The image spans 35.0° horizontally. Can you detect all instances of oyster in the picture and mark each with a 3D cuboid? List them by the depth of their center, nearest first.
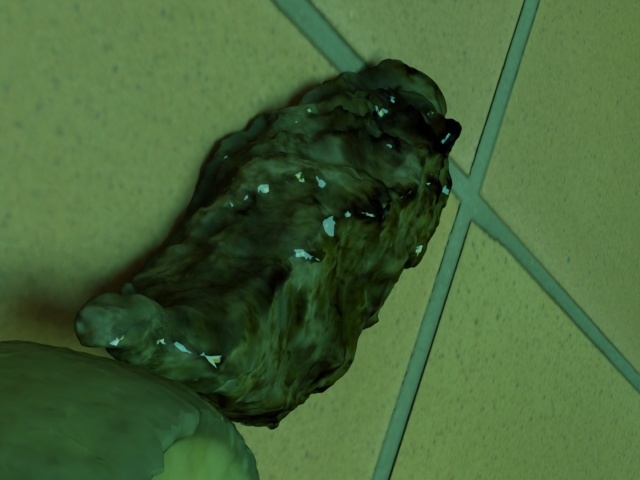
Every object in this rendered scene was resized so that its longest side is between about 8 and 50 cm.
[{"bbox_3d":[-0.002,0.028,0.670,0.396,0.110,0.204,-43,131,-45],"label":"oyster"}]

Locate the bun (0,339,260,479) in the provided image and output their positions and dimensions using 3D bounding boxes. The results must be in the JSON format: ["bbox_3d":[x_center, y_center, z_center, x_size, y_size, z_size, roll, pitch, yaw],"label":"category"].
[{"bbox_3d":[-0.167,0.209,0.390,0.364,0.202,0.365,13,90,-72],"label":"bun"}]
